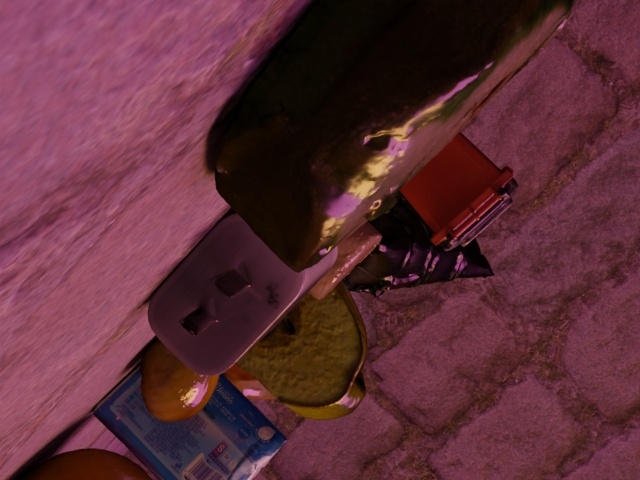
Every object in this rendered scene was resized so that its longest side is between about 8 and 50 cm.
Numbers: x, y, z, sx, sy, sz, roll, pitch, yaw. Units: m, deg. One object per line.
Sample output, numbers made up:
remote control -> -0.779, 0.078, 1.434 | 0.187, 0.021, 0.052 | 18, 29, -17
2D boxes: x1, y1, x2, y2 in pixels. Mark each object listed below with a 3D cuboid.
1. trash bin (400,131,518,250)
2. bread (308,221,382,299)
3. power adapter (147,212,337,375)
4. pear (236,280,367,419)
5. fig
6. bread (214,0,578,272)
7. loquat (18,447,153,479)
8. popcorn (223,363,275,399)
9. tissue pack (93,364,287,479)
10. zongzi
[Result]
trash bin -> 0.175, -0.112, 1.449 | 0.161, 0.238, 0.184 | -43, 180, 12
bread -> 0.000, 0.000, 1.498 | 0.148, 0.141, 0.134 | -46, 178, 8
power adapter -> -0.094, 0.052, 1.106 | 0.187, 0.124, 0.255 | -48, 176, 16
pear -> -0.005, 0.176, 1.679 | 0.238, 0.255, 0.164 | -50, 176, 2
fig -> -0.219, 0.206, 1.473 | 0.136, 0.121, 0.153 | -73, -178, -50
bread -> 0.079, -0.137, 0.790 | 0.382, 0.129, 0.366 | -45, 177, -22
loquat -> -0.352, 0.487, 1.500 | 0.360, 0.328, 0.328 | -9, 155, -34
popcorn -> -0.105, 0.186, 1.918 | 0.316, 0.280, 0.297 | -18, 148, 21
tissue pack -> -0.216, 0.311, 1.601 | 0.198, 0.263, 0.146 | -44, 177, -12
zongzi -> 0.148, -0.077, 1.805 | 0.384, 0.362, 0.319 | -10, 173, -33
